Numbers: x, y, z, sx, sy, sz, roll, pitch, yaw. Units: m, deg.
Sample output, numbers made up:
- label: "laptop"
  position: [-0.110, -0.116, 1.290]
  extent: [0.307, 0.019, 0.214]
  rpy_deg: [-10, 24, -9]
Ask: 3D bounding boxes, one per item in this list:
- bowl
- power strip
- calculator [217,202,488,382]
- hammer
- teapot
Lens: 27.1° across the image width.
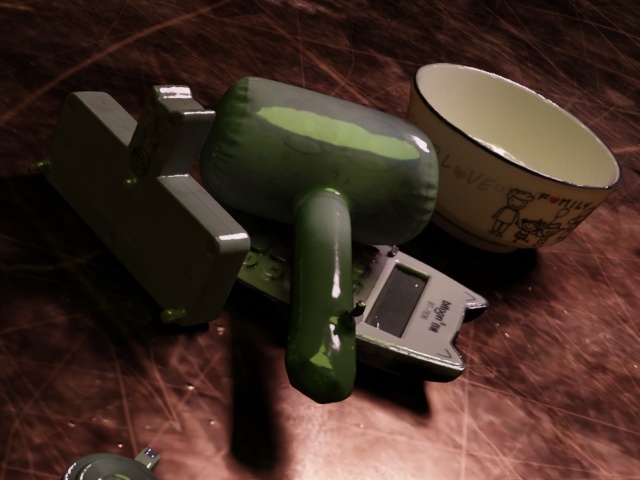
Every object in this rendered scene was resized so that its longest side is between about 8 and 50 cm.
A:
- label: "bowl"
  position: [0.180, -0.074, 1.375]
  extent: [0.237, 0.126, 0.238]
  rpy_deg: [20, 29, -12]
- label: "power strip"
  position: [-0.137, -0.051, 1.046]
  extent: [0.061, 0.145, 0.215]
  rpy_deg: [-8, 42, -49]
- label: "calculator"
  position: [0.010, 0.032, 1.142]
  extent: [0.268, 0.040, 0.177]
  rpy_deg: [28, 27, 5]
- label: "hammer"
  position: [0.000, 0.000, 1.060]
  extent: [0.206, 0.119, 0.336]
  rpy_deg: [13, 36, -10]
- label: "teapot"
  position: [-0.124, 0.161, 0.789]
  extent: [0.066, 0.057, 0.088]
  rpy_deg: [31, 31, 5]
